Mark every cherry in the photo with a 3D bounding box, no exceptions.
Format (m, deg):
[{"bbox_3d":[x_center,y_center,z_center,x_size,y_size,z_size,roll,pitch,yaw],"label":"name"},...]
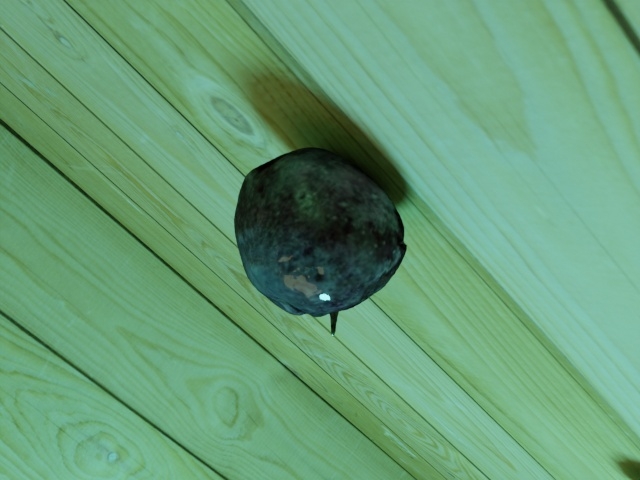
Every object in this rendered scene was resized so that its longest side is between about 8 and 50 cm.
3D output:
[{"bbox_3d":[-0.006,-0.009,0.866,0.195,0.195,0.195,34,163,12],"label":"cherry"}]
